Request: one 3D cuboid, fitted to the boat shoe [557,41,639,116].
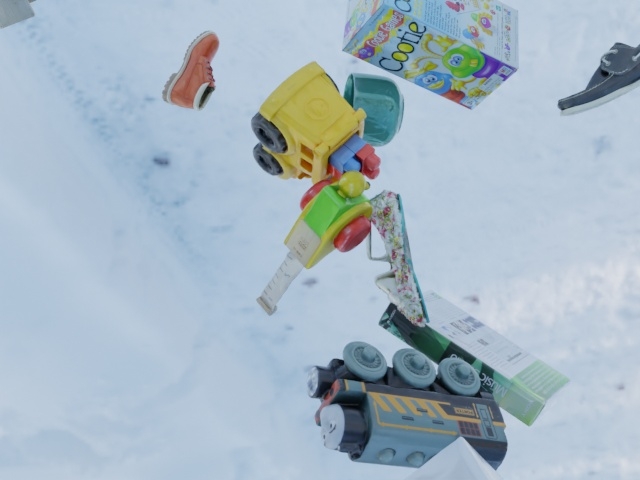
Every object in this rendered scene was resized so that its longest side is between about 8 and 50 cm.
[{"bbox_3d":[0.451,-0.258,1.636,0.233,0.079,0.084,-29,-178,-9],"label":"boat shoe"}]

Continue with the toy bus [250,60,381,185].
[{"bbox_3d":[0.006,-0.156,1.806,0.149,0.211,0.220,-45,165,-21],"label":"toy bus"}]

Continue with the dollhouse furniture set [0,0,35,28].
[{"bbox_3d":[-0.366,-0.369,1.229,0.242,0.212,0.161,-19,130,5],"label":"dollhouse furniture set"}]

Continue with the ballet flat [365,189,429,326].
[{"bbox_3d":[0.118,0.035,1.791,0.077,0.241,0.091,-14,-171,-1],"label":"ballet flat"}]

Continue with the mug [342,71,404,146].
[{"bbox_3d":[0.093,-0.234,1.945,0.097,0.130,0.158,5,-170,-8],"label":"mug"}]

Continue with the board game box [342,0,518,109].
[{"bbox_3d":[0.194,-0.367,1.889,0.275,0.144,0.142,21,145,-21],"label":"board game box"}]

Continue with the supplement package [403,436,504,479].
[{"bbox_3d":[0.207,0.411,1.308,0.175,0.177,0.293,-38,128,6],"label":"supplement package"}]

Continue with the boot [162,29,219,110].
[{"bbox_3d":[-0.212,-0.305,1.955,0.084,0.158,0.059,22,168,26],"label":"boot"}]

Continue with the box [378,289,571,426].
[{"bbox_3d":[0.282,0.204,1.951,0.059,0.322,0.232,-63,160,14],"label":"box"}]

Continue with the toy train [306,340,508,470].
[{"bbox_3d":[0.140,0.275,1.701,0.333,0.190,0.142,12,128,-23],"label":"toy train"}]

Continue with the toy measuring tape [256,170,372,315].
[{"bbox_3d":[0.000,0.000,1.754,0.121,0.121,0.330,7,137,-26],"label":"toy measuring tape"}]
